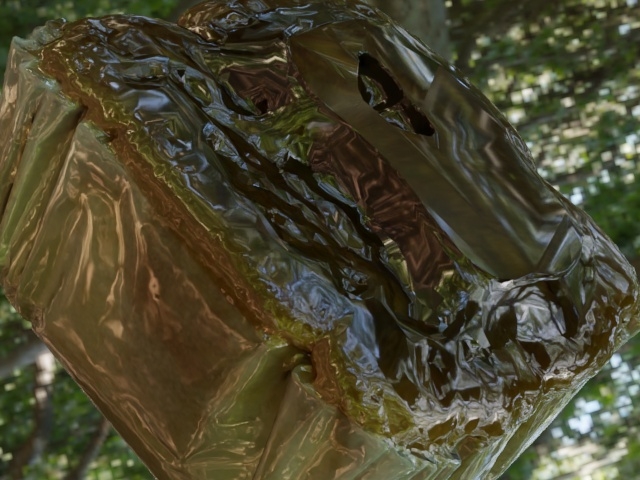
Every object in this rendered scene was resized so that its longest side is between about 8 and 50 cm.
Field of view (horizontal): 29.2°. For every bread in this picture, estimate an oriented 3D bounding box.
[{"bbox_3d":[0.002,0.001,0.450,0.210,0.192,0.110,50,-49,16],"label":"bread"}]
